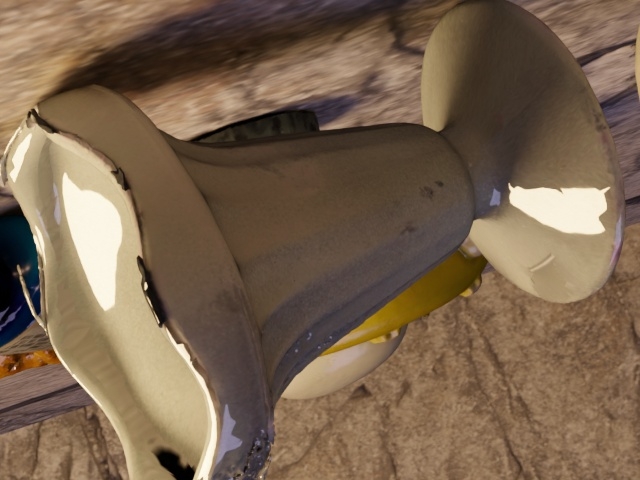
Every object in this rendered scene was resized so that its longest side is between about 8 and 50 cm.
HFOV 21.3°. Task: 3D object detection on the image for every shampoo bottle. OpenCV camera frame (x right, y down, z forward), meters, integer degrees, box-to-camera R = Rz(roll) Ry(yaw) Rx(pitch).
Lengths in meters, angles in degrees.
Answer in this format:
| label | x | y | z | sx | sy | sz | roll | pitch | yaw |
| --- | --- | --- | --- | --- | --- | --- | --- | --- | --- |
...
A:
| label | x | y | z | sx | sy | sz | roll | pitch | yaw |
| --- | --- | --- | --- | --- | --- | --- | --- | --- | --- |
| shampoo bottle | -0.145 | 0.023 | 0.855 | 0.087 | 0.050 | 0.183 | -42 | 168 | 13 |

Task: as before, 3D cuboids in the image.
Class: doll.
| label | x | y | z | sx | sy | sz | roll | pitch | yaw |
| --- | --- | --- | --- | --- | --- | --- | --- | --- | --- |
| doll | 0.009 | 0.034 | 1.096 | 0.252 | 0.111 | 0.237 | -28 | -170 | 33 |

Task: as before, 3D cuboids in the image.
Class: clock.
| label | x | y | z | sx | sy | sz | roll | pitch | yaw |
| --- | --- | --- | --- | --- | --- | --- | --- | --- | --- |
| clock | -0.039 | -0.039 | 0.805 | 0.085 | 0.017 | 0.085 | -18 | 174 | -2 |

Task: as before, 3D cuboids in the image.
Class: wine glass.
| label | x | y | z | sx | sy | sz | roll | pitch | yaw |
| --- | --- | --- | --- | --- | --- | --- | --- | --- | --- |
| wine glass | 0.000 | 0.000 | 0.633 | 0.197 | 0.164 | 0.165 | -19 | 175 | -23 |

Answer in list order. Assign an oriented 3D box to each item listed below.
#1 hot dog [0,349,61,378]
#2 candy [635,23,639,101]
| label | x | y | z | sx | sy | sz | roll | pitch | yaw |
| --- | --- | --- | --- | --- | --- | --- | --- | --- | --- |
| hot dog | -0.163 | 0.043 | 0.989 | 0.286 | 0.061 | 0.088 | -14 | -176 | -25 |
| candy | 0.286 | -0.099 | 0.635 | 0.208 | 0.145 | 0.359 | -18 | 174 | -18 |
